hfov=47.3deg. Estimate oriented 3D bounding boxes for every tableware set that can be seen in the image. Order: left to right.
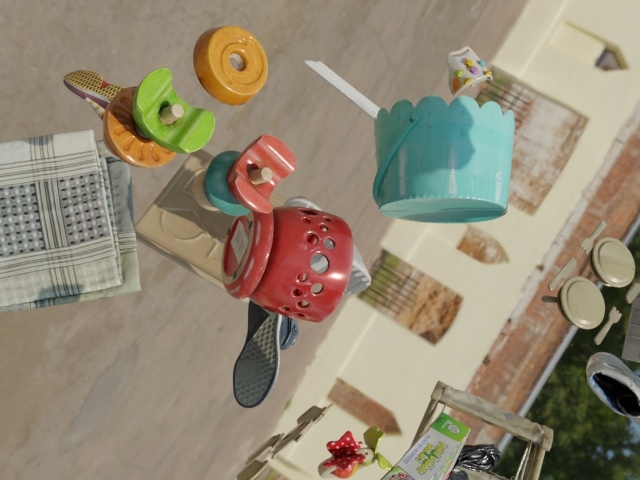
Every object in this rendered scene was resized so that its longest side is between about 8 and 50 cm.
[{"bbox_3d":[-0.053,0.271,0.966,0.169,0.020,0.141,-41,177,18],"label":"tableware set"},{"bbox_3d":[0.446,0.070,1.199,0.194,0.128,0.039,-41,-179,-29],"label":"tableware set"}]

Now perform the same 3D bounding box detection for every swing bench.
[{"bbox_3d":[0.320,0.435,1.501,0.165,0.253,0.254,89,26,-57],"label":"swing bench"}]

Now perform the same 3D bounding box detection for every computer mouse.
[{"bbox_3d":[0.217,0.486,1.357,0.072,0.189,0.272,38,-60,56],"label":"computer mouse"}]

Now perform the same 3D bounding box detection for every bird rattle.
[{"bbox_3d":[0.084,0.618,2.030,0.207,0.143,0.254,-41,154,31],"label":"bird rattle"}]

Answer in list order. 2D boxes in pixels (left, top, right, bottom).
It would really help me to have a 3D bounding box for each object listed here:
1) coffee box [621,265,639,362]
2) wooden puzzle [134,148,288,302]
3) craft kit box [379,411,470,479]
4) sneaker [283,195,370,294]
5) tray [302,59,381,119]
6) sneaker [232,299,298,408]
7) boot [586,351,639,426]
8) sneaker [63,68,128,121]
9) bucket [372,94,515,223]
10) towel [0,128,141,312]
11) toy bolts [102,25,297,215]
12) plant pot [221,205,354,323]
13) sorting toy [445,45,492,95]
[{"bbox_3d":[0.789,0.167,1.701,0.141,0.098,0.246,15,87,-53],"label":"coffee box"},{"bbox_3d":[-0.246,-0.036,1.790,0.347,0.322,0.080,-61,-177,-40],"label":"wooden puzzle"},{"bbox_3d":[0.104,0.395,1.024,0.247,0.061,0.249,-18,132,-56],"label":"craft kit box"},{"bbox_3d":[0.000,0.000,1.504,0.105,0.115,0.281,-28,131,11],"label":"sneaker"},{"bbox_3d":[0.076,-0.370,1.842,0.030,0.270,0.145,-51,179,8],"label":"tray"},{"bbox_3d":[-0.101,0.220,1.412,0.163,0.086,0.226,68,31,-68],"label":"sneaker"},{"bbox_3d":[0.628,0.331,1.430,0.095,0.258,0.123,-58,164,22],"label":"boot"},{"bbox_3d":[-0.439,-0.276,1.461,0.069,0.186,0.083,-42,150,-42],"label":"sneaker"},{"bbox_3d":[0.229,-0.141,1.377,0.281,0.281,0.182,65,28,-79],"label":"bucket"},{"bbox_3d":[-0.487,-0.037,1.276,0.325,0.312,0.056,-8,163,-14],"label":"towel"},{"bbox_3d":[-0.149,-0.139,0.955,0.159,0.228,0.218,-10,-141,50],"label":"toy bolts"},{"bbox_3d":[-0.064,0.032,1.219,0.191,0.174,0.191,-41,-138,52],"label":"plant pot"},{"bbox_3d":[0.269,-0.320,1.347,0.083,0.075,0.045,-24,167,-12],"label":"sorting toy"}]
